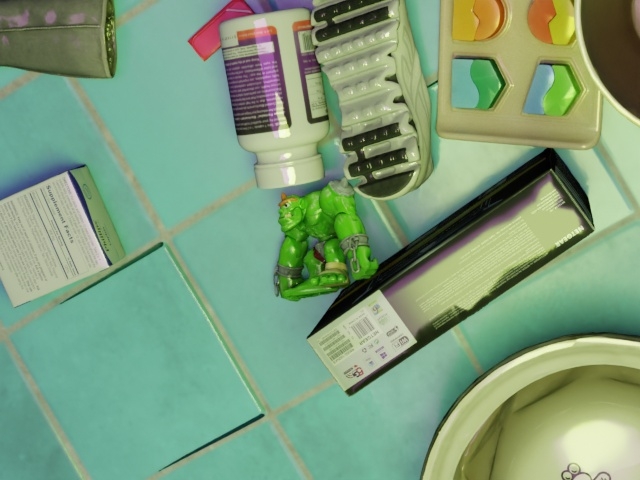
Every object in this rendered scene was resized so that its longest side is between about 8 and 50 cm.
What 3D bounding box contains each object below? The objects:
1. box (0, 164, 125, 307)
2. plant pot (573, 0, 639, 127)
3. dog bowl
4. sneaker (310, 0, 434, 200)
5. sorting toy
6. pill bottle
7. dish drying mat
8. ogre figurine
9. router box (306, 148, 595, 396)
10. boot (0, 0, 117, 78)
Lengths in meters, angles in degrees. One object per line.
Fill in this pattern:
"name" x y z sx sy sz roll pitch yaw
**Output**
"box" -0.324 -0.006 1.641 0.137 0.072 0.126 -22 95 13
"plant pot" 0.385 -0.234 1.378 0.256 0.274 0.256 2 99 10
"dog bowl" 0.319 0.288 1.543 0.408 0.150 0.408 2 100 10
"sneaker" 0.066 -0.190 1.528 0.110 0.118 0.292 -8 90 29
"sorting toy" 0.218 -0.209 1.506 0.193 0.038 0.208 7 100 26
"pill bottle" -0.048 -0.160 1.550 0.108 0.108 0.193 -8 98 11
"dish drying mat" -0.116 -0.248 1.597 0.083 0.008 0.032 -40 92 13
"ogre figurine" 0.000 0.000 1.555 0.097 0.197 0.118 -4 80 -9
"router box" 0.146 0.026 1.480 0.309 0.243 0.081 -35 92 14
"boot" -0.347 -0.277 1.598 0.208 0.076 0.190 0 114 16
